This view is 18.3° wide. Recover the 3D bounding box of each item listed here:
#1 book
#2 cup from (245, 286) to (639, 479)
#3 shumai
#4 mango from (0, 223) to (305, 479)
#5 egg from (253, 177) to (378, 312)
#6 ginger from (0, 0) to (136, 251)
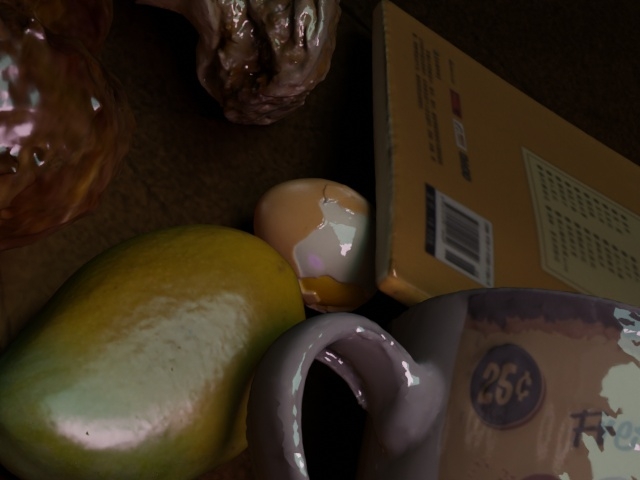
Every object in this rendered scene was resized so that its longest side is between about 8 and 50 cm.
[{"bbox_3d":[0.185,0.025,1.235,0.389,0.032,0.269,31,34,-23],"label":"book"},{"bbox_3d":[0.083,0.165,1.011,0.301,0.227,0.257,31,57,-25],"label":"cup"},{"bbox_3d":[-0.050,-0.137,1.157,0.116,0.145,0.145,9,59,-9],"label":"shumai"},{"bbox_3d":[-0.090,0.064,1.021,0.195,0.092,0.130,-20,81,-37],"label":"mango"},{"bbox_3d":[0.000,0.000,1.137,0.083,0.071,0.071,34,51,-15],"label":"egg"},{"bbox_3d":[-0.233,-0.137,0.910,0.418,0.176,0.254,43,29,-44],"label":"ginger"}]
